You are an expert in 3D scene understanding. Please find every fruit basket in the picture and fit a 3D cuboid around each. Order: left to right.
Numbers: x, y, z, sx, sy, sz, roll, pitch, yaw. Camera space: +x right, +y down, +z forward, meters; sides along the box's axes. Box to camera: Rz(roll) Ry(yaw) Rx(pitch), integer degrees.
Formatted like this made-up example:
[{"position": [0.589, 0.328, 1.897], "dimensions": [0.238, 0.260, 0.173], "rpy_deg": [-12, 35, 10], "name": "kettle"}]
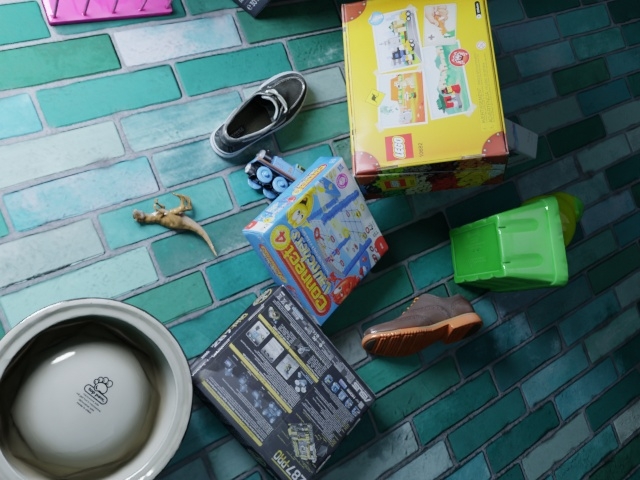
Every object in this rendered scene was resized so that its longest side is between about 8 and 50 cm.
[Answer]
[{"position": [0.603, 0.002, 1.761], "dimensions": [0.392, 0.392, 0.282], "rpy_deg": [-1, 83, -29], "name": "fruit basket"}]

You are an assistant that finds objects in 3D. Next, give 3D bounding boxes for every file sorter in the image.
[{"position": [-0.480, -0.632, 1.368], "dimensions": [0.291, 0.182, 0.202], "rpy_deg": [-18, 91, -30], "name": "file sorter"}]

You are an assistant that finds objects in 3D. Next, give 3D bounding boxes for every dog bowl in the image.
[{"position": [-0.477, 0.323, 1.236], "dimensions": [0.408, 0.150, 0.407], "rpy_deg": [5, 79, -28], "name": "dog bowl"}]

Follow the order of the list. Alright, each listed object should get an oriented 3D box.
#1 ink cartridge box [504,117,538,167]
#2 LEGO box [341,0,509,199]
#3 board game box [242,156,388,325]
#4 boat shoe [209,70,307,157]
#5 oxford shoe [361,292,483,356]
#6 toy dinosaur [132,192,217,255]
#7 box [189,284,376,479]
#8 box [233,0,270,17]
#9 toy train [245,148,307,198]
[{"position": [0.544, -0.308, 1.900], "dimensions": [0.212, 0.154, 0.093], "rpy_deg": [16, 74, -26], "name": "ink cartridge box"}, {"position": [0.265, -0.388, 1.596], "dimensions": [0.373, 0.193, 0.500], "rpy_deg": [-6, 74, 12], "name": "LEGO box"}, {"position": [0.000, 0.000, 1.538], "dimensions": [0.302, 0.086, 0.308], "rpy_deg": [-47, 123, -27], "name": "board game box"}, {"position": [-0.134, -0.326, 1.547], "dimensions": [0.121, 0.119, 0.335], "rpy_deg": [48, 63, -14], "name": "boat shoe"}, {"position": [0.268, 0.230, 1.703], "dimensions": [0.364, 0.130, 0.132], "rpy_deg": [-6, 52, -23], "name": "oxford shoe"}, {"position": [-0.332, -0.051, 1.437], "dimensions": [0.212, 0.064, 0.112], "rpy_deg": [17, 92, -16], "name": "toy dinosaur"}, {"position": [-0.089, 0.356, 1.477], "dimensions": [0.395, 0.097, 0.318], "rpy_deg": [51, 61, -13], "name": "box"}, {"position": [-0.187, -0.857, 1.396], "dimensions": [0.472, 0.480, 0.297], "rpy_deg": [35, 68, -20], "name": "box"}, {"position": [-0.105, -0.161, 1.563], "dimensions": [0.184, 0.080, 0.105], "rpy_deg": [30, 62, -23], "name": "toy train"}]
